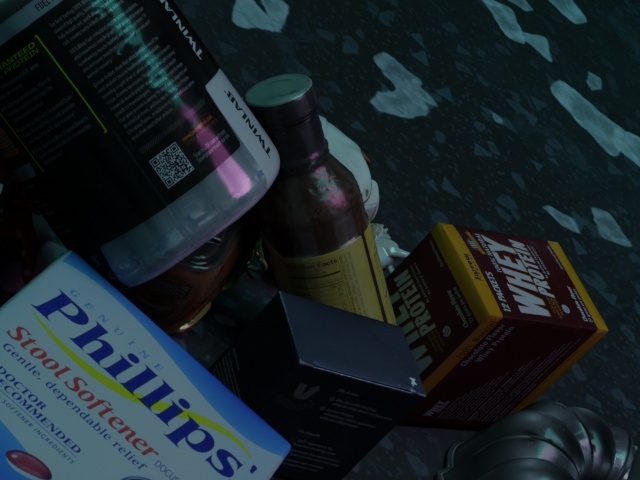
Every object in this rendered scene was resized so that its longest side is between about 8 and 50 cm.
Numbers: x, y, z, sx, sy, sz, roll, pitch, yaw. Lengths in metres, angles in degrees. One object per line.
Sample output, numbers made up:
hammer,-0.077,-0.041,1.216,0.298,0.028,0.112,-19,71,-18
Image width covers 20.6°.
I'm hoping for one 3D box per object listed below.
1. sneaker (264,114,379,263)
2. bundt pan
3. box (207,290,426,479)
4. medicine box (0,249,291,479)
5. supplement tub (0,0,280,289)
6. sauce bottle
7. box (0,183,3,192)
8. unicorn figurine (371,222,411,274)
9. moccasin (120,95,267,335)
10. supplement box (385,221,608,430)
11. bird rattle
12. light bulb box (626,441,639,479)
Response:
sneaker,0.015,-0.043,2.002,0.123,0.106,0.290,31,32,-13
bundt pan,0.287,0.306,1.864,0.330,0.124,0.331,29,34,-22
box,-0.013,0.146,1.691,0.156,0.158,0.093,18,39,-35
medicine box,-0.206,0.190,1.431,0.263,0.149,0.289,42,32,-1
supplement tub,-0.206,-0.142,1.543,0.338,0.207,0.207,55,29,-13
sauce bottle,0.000,0.000,1.754,0.111,0.111,0.344,-67,148,-57
box,-0.429,-0.029,1.447,0.290,0.087,0.169,29,63,-21
unicorn figurine,0.062,0.026,2.011,0.162,0.060,0.111,-7,45,-45
moccasin,-0.105,-0.028,1.839,0.139,0.147,0.380,24,37,-2
supplement box,0.165,0.098,1.915,0.194,0.191,0.129,9,44,-42
bird rattle,-0.334,-0.084,1.656,0.253,0.143,0.207,19,22,-38
light bulb box,0.442,0.371,1.679,0.358,0.361,0.225,10,12,-42
